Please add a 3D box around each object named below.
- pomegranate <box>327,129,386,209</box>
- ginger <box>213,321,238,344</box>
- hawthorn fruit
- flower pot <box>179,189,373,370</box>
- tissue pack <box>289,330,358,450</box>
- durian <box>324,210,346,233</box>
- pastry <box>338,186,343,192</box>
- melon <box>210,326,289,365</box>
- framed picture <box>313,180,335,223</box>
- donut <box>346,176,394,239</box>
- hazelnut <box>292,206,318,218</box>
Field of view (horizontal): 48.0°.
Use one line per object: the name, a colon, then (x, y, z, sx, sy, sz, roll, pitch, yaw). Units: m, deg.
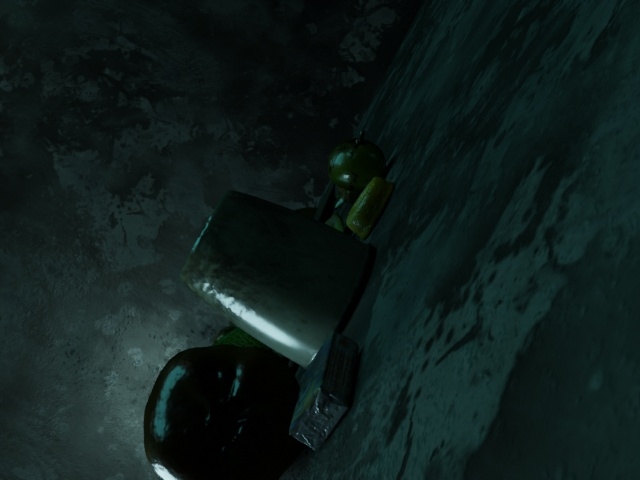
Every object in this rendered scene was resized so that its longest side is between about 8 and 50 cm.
pomegranate: (0.092, -0.183, 1.935, 0.220, 0.156, 0.156, 109, -175, -58)
ginger: (-0.171, 0.231, 2.216, 0.375, 0.176, 0.256, -53, -16, -10)
hawthorn fruit: (-0.165, 0.306, 1.218, 0.268, 0.267, 0.301, -64, 0, -21)
flower pot: (-0.099, 0.067, 1.481, 0.294, 0.330, 0.293, -62, 3, 7)
tissue pack: (0.006, 0.224, 1.092, 0.109, 0.060, 0.148, -58, 7, 29)
durian: (0.008, 0.025, 1.899, 0.215, 0.100, 0.086, -53, 4, 18)
pastry: (0.108, -0.210, 2.262, 0.153, 0.081, 0.153, -62, 9, 17)
melon: (-0.164, 0.304, 1.793, 0.331, 0.226, 0.343, -17, -21, -27)
framed picture: (0.000, 0.000, 2.055, 0.290, 0.020, 0.211, 93, -164, -48)
donut: (0.113, -0.079, 1.673, 0.152, 0.058, 0.152, -59, 6, 9)
hazelnut: (-0.064, -0.012, 2.504, 0.186, 0.210, 0.210, 28, 90, 55)
